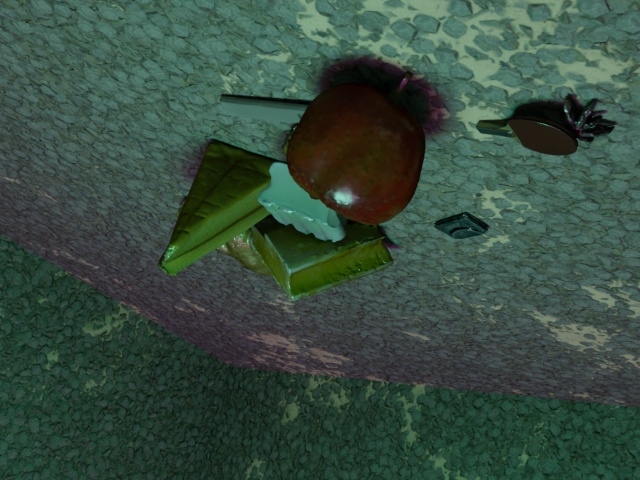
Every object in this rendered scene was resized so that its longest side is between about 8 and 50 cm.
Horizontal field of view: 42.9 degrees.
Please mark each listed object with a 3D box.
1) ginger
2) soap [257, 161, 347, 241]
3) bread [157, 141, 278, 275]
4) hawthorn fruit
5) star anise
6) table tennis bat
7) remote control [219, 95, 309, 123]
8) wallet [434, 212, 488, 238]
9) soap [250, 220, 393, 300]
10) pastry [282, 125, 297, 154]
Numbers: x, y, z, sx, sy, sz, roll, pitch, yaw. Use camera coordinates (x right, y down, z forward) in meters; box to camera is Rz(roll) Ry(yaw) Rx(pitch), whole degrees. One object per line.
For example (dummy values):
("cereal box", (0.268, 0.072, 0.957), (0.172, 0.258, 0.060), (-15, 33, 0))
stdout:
("ginger", (-0.266, 0.011, 2.617), (0.362, 0.122, 0.348), (3, 146, 10))
("soap", (-0.022, -0.087, 2.091), (0.208, 0.115, 0.347), (20, 174, 9))
("bread", (-0.260, -0.044, 2.170), (0.244, 0.362, 0.233), (21, 157, 2))
("hawthorn fruit", (0.096, -0.205, 1.684), (0.287, 0.287, 0.330), (27, 112, -12))
("star anise", (0.493, -0.224, 1.578), (0.141, 0.042, 0.141), (17, 158, 7))
("table tennis bat", (0.411, -0.214, 1.633), (0.220, 0.019, 0.130), (17, 164, 41))
("remote control", (-0.112, -0.304, 1.893), (0.260, 0.029, 0.067), (10, 158, 25))
("wallet", (0.368, -0.032, 2.136), (0.088, 0.026, 0.129), (30, 156, -24))
("soap", (0.000, 0.000, 2.377), (0.304, 0.338, 0.169), (52, 153, 44))
("pastry", (-0.015, -0.220, 1.921), (0.153, 0.081, 0.153), (19, 164, 6))
